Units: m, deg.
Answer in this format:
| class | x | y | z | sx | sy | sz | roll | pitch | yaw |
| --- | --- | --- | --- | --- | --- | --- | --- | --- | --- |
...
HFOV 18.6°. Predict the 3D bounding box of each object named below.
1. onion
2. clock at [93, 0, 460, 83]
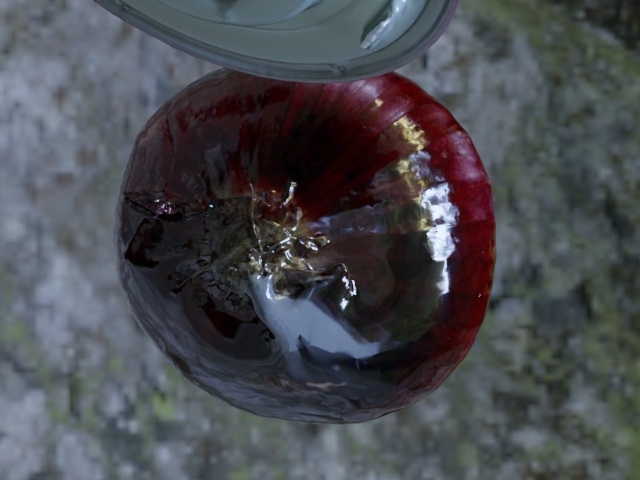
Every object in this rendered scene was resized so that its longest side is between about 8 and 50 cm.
| class | x | y | z | sx | sy | sz | roll | pitch | yaw |
| --- | --- | --- | --- | --- | --- | --- | --- | --- | --- |
| onion | 0.000 | 0.000 | 1.375 | 0.273 | 0.285 | 0.273 | -1 | -92 | 20 |
| clock | -0.049 | -0.153 | 0.830 | 0.244 | 0.244 | 0.056 | -34 | -157 | 59 |
